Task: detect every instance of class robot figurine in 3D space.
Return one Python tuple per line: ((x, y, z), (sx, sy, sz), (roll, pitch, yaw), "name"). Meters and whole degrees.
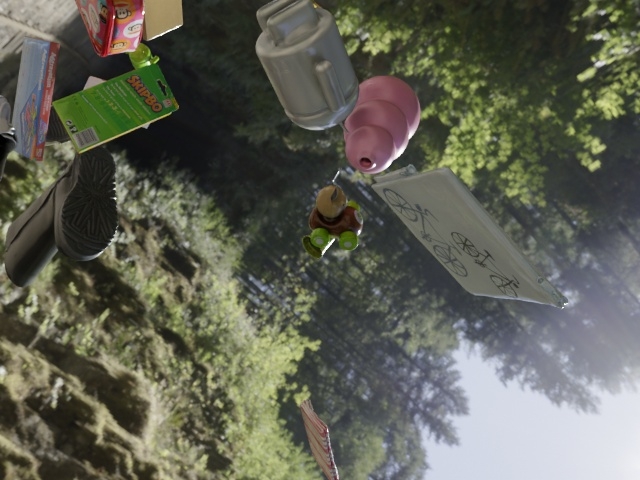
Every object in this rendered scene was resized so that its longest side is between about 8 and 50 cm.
((-0.026, -0.416, 1.530), (0.199, 0.353, 0.300), (-30, -139, -2), "robot figurine")
((-0.571, -0.583, 2.003), (0.115, 0.101, 0.067), (113, 3, -77), "robot figurine")

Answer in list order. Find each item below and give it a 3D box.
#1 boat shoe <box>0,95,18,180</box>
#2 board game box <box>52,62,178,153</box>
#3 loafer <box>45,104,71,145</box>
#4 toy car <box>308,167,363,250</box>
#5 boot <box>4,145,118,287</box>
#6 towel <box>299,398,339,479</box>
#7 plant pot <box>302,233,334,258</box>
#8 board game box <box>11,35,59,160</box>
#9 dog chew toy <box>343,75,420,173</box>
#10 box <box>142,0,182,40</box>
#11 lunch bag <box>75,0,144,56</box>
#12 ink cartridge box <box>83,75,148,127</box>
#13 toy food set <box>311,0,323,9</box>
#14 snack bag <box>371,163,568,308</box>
((-0.728, -0.225, 1.421), (0.095, 0.084, 0.258), (98, -9, -58), "boat shoe")
((-0.475, -0.313, 1.476), (0.259, 0.124, 0.039), (-29, -169, -19), "board game box")
((-0.695, -0.299, 1.647), (0.251, 0.094, 0.087), (-6, -172, 23), "loafer")
((0.046, -0.095, 1.679), (0.155, 0.148, 0.188), (-84, 179, -46), "toy car")
((-0.721, -0.004, 1.678), (0.445, 0.146, 0.367), (-33, -139, 29), "boot")
((0.002, 0.522, 1.627), (0.029, 0.197, 0.144), (-20, -154, -18), "towel")
((0.000, 0.000, 1.907), (0.079, 0.083, 0.083), (-40, -165, -32), "plant pot")
((-0.698, -0.346, 1.528), (0.145, 0.027, 0.281), (23, -76, 40), "board game box")
((0.154, -0.303, 1.700), (0.206, 0.206, 0.332), (-29, -154, 37), "dog chew toy")
((-0.489, -0.734, 1.926), (0.164, 0.021, 0.201), (-44, 153, -40), "box")
((-0.517, -0.595, 1.485), (0.120, 0.293, 0.258), (-21, 172, -27), "lunch bag")
((-0.521, -0.356, 1.631), (0.109, 0.150, 0.063), (21, -94, 33), "ink cartridge box")
((-0.082, -0.632, 1.648), (0.071, 0.218, 0.128), (-49, -132, 18), "toy food set")
((0.253, -0.013, 1.144), (0.037, 0.323, 0.342), (-45, -171, -10), "snack bag")
